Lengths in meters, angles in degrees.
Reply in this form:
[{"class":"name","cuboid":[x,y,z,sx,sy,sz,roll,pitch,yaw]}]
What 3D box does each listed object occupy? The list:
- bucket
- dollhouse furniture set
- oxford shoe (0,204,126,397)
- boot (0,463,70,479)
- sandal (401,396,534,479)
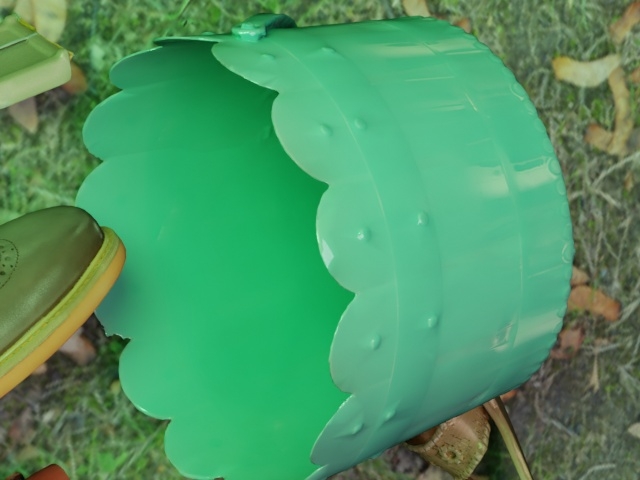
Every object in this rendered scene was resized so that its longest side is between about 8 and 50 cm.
[{"class":"bucket","cuboid":[0.000,0.000,1.145,0.183,0.281,0.281,-15,108,-34]},{"class":"dollhouse furniture set","cuboid":[-0.211,-0.068,1.102,0.151,0.076,0.059,-26,126,-27]},{"class":"oxford shoe","cuboid":[-0.270,0.049,1.050,0.363,0.130,0.133,-29,109,-28]},{"class":"boot","cuboid":[-0.235,0.178,1.126,0.176,0.088,0.244,-57,133,-12]},{"class":"sandal","cuboid":[0.088,0.115,1.361,0.079,0.088,0.240,-20,106,3]}]
